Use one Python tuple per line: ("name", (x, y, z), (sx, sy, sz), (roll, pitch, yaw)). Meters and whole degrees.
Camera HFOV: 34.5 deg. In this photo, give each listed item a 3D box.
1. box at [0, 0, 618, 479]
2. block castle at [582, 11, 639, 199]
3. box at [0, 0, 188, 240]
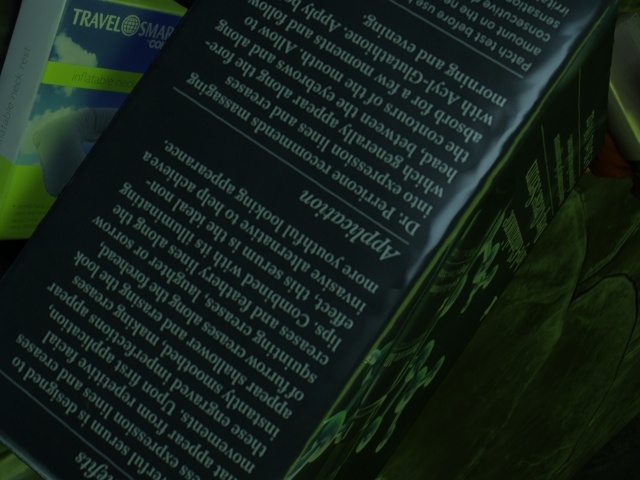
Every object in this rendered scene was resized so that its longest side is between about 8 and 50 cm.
("box", (0.000, 0.000, 0.693), (0.395, 0.212, 0.293), (-55, 163, 0))
("block castle", (0.370, -0.153, 0.809), (0.303, 0.453, 0.213), (-42, 115, -17))
("box", (-0.143, -0.087, 0.629), (0.109, 0.042, 0.178), (-4, 123, -54))
